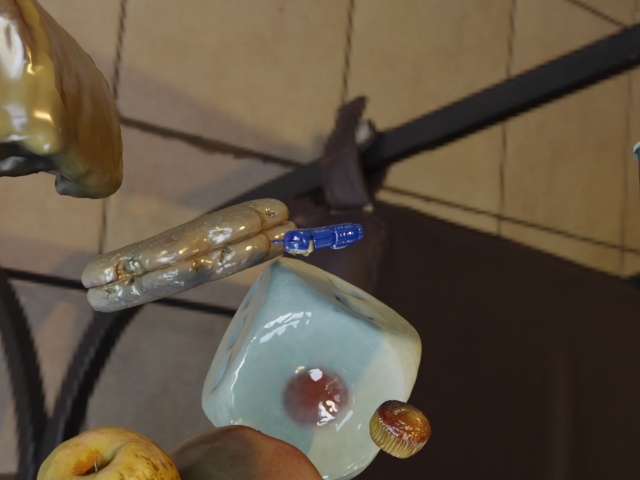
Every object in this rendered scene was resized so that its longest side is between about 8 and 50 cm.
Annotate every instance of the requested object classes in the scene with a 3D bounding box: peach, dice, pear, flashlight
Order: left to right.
[{"bbox_3d":[-0.230,0.298,1.483,0.178,0.178,0.178,1,89,-50],"label":"pear"},{"bbox_3d":[-0.112,0.372,1.677,0.247,0.292,0.292,85,17,-74],"label":"peach"},{"bbox_3d":[-0.016,0.200,2.094,0.265,0.262,0.268,27,100,-10],"label":"dice"},{"bbox_3d":[0.000,0.000,1.672,0.121,0.057,0.035,-7,95,-32],"label":"flashlight"}]

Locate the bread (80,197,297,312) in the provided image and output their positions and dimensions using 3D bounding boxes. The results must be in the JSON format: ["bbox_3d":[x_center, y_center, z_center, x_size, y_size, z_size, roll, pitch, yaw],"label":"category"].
[{"bbox_3d":[-0.185,0.018,1.996,0.337,0.183,0.102,-20,90,-20],"label":"bread"}]

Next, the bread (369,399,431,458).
[{"bbox_3d":[0.107,0.247,1.792,0.085,0.085,0.053,-9,134,-50],"label":"bread"}]

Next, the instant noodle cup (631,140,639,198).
[{"bbox_3d":[0.438,0.011,1.454,0.215,0.215,0.236,19,73,-48],"label":"instant noodle cup"}]

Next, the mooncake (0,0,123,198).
[{"bbox_3d":[-0.417,-0.100,1.291,0.394,0.393,0.246,-58,165,-10],"label":"mooncake"}]
